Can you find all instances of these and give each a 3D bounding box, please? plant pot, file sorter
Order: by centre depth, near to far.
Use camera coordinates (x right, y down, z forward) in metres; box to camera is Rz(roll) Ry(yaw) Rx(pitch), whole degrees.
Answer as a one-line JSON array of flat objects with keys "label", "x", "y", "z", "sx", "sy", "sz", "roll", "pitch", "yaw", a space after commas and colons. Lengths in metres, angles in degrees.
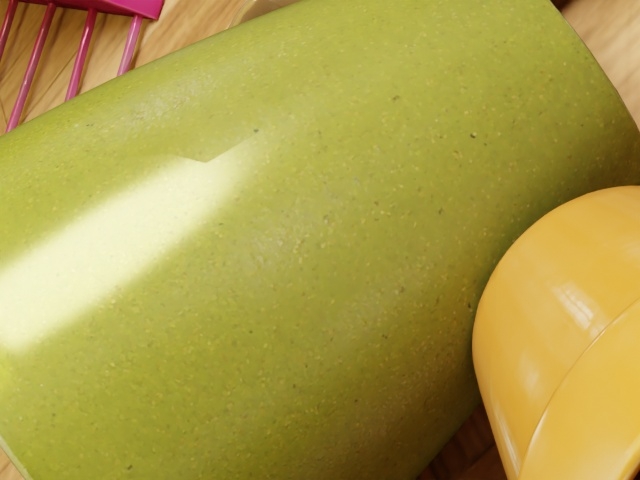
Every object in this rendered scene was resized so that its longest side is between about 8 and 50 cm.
[{"label": "plant pot", "x": 0.150, "y": 0.071, "z": 0.571, "sx": 0.205, "sy": 0.205, "sz": 0.188, "roll": -60, "pitch": 26, "yaw": 12}, {"label": "plant pot", "x": 0.000, "y": 0.000, "z": 0.718, "sx": 0.293, "sy": 0.275, "sz": 0.275, "roll": -36, "pitch": 46, "yaw": 1}, {"label": "file sorter", "x": -0.303, "y": -0.143, "z": 1.147, "sx": 0.290, "sy": 0.202, "sz": 0.182, "roll": 17, "pitch": 90, "yaw": 50}]

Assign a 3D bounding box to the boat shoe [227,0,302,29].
[{"label": "boat shoe", "x": -0.057, "y": -0.002, "z": 0.896, "sx": 0.341, "sy": 0.121, "sz": 0.110, "roll": -60, "pitch": 6, "yaw": 16}]
